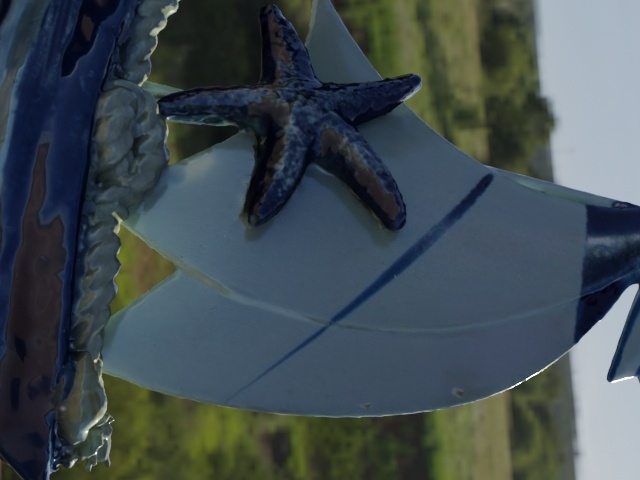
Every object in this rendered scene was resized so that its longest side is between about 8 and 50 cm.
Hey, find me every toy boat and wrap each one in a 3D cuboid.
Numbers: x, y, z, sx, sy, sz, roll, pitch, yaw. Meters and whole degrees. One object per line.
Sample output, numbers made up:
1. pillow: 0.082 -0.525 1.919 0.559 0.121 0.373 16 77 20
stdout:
1. toy boat: -0.011 -0.028 0.602 0.070 0.291 0.210 123 -43 -62
